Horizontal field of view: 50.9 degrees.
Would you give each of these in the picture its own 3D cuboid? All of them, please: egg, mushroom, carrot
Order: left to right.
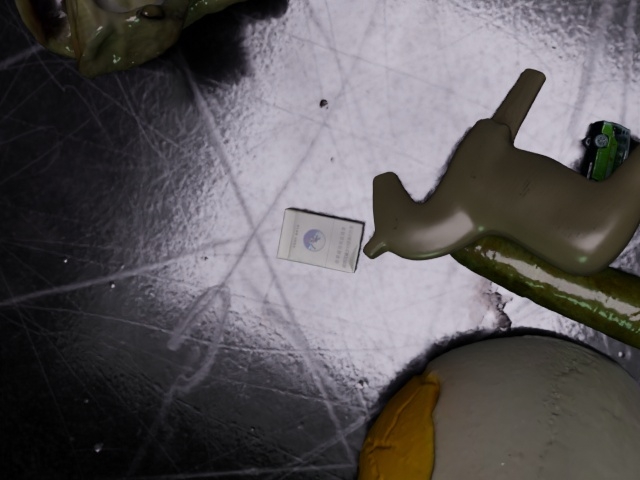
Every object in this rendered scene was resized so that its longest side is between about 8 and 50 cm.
[{"bbox_3d":[-0.184,-0.293,0.650,0.218,0.212,0.292,-22,77,-34],"label":"mushroom"},{"bbox_3d":[0.181,0.264,0.608,0.337,0.201,0.336,1,98,7],"label":"egg"},{"bbox_3d":[0.282,0.059,0.641,0.359,0.074,0.074,23,98,7],"label":"carrot"}]

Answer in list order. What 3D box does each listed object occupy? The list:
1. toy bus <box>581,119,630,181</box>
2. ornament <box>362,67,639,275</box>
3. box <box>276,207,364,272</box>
[{"bbox_3d":[0.272,-0.072,0.649,0.037,0.031,0.083,10,96,-1],"label":"toy bus"},{"bbox_3d":[0.171,-0.050,0.619,0.230,0.061,0.244,32,86,26],"label":"ornament"},{"bbox_3d":[0.000,0.000,0.695,0.083,0.024,0.054,12,98,5],"label":"box"}]
